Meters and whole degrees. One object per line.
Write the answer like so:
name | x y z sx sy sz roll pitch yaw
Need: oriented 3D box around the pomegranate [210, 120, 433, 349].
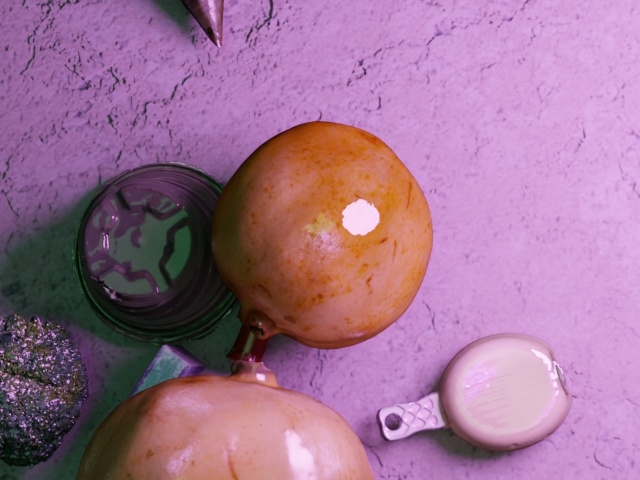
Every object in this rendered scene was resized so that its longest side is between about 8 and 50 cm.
pomegranate | 0.000 0.000 1.255 0.264 0.264 0.264 -1 82 6

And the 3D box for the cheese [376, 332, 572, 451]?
cheese | 0.178 0.190 1.312 0.227 0.064 0.137 -16 78 2

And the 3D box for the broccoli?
broccoli | -0.366 0.174 1.323 0.156 0.195 0.195 20 85 28

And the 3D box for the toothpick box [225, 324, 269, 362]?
toothpick box | -0.079 0.113 1.356 0.047 0.047 0.083 20 84 8

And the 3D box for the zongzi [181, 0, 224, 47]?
zongzi | -0.121 -0.430 1.402 0.286 0.138 0.300 -35 94 -7

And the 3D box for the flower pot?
flower pot | -0.203 0.008 1.336 0.235 0.140 0.235 -1 84 7

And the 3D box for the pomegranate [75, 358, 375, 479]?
pomegranate | -0.104 0.284 1.196 0.332 0.332 0.332 -1 82 6

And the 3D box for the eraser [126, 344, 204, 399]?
eraser | -0.219 0.225 1.334 0.046 0.092 0.212 32 88 8
